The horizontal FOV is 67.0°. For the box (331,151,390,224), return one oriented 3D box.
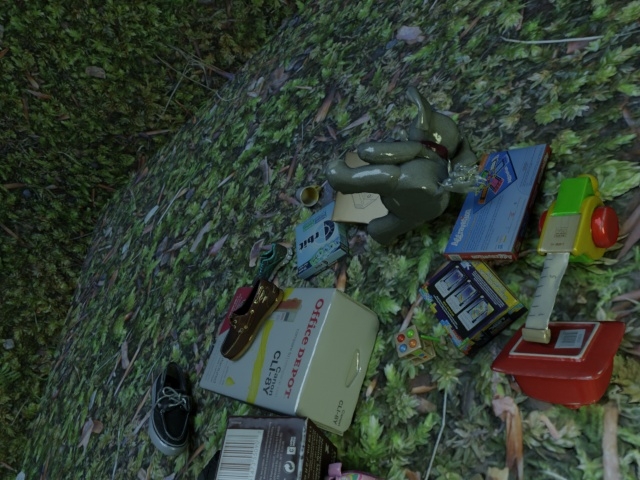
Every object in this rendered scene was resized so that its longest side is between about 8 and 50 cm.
[{"bbox_3d":[0.121,-0.140,1.283,0.164,0.021,0.201,6,77,34],"label":"box"}]

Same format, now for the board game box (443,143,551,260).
[{"bbox_3d":[0.360,-0.078,0.980,0.145,0.027,0.281,-2,50,47],"label":"board game box"}]

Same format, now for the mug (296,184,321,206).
[{"bbox_3d":[-0.039,-0.142,1.516,0.064,0.078,0.062,-156,66,-62],"label":"mug"}]

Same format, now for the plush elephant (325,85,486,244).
[{"bbox_3d":[0.211,-0.183,1.084,0.330,0.272,0.255,-14,46,39],"label":"plush elephant"}]

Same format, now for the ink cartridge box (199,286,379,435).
[{"bbox_3d":[-0.082,0.262,1.144,0.384,0.160,0.279,-6,57,47],"label":"ink cartridge box"}]

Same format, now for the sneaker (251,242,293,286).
[{"bbox_3d":[-0.162,0.071,1.458,0.166,0.076,0.065,-49,35,8],"label":"sneaker"}]

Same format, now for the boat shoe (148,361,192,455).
[{"bbox_3d":[-0.428,0.478,1.412,0.105,0.113,0.306,-62,24,16],"label":"boat shoe"}]

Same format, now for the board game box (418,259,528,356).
[{"bbox_3d":[0.288,0.114,0.936,0.141,0.048,0.170,-43,37,14],"label":"board game box"}]

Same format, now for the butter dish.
[{"bbox_3d":[0.369,0.198,0.730,0.160,0.118,0.160,-11,13,47],"label":"butter dish"}]

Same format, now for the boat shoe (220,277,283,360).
[{"bbox_3d":[-0.174,0.179,1.118,0.207,0.073,0.073,-56,35,-2],"label":"boat shoe"}]

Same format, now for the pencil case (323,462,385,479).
[{"bbox_3d":[0.048,0.537,0.816,0.124,0.124,0.284,-23,48,37],"label":"pencil case"}]

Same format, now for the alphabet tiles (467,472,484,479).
[{"bbox_3d":[0.250,0.534,0.680,0.285,0.011,0.342,-45,37,14],"label":"alphabet tiles"}]

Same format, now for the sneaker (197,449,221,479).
[{"bbox_3d":[-0.207,0.567,1.109,0.130,0.087,0.227,-61,30,3],"label":"sneaker"}]

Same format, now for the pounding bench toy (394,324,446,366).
[{"bbox_3d":[0.198,0.200,0.955,0.083,0.065,0.052,-34,41,26],"label":"pounding bench toy"}]

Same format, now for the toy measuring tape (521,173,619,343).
[{"bbox_3d":[0.410,0.033,0.795,0.121,0.121,0.330,-1,57,49],"label":"toy measuring tape"}]

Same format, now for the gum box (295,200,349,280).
[{"bbox_3d":[0.000,0.000,1.359,0.157,0.041,0.184,-33,42,28],"label":"gum box"}]

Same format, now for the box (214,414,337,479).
[{"bbox_3d":[-0.078,0.445,0.914,0.167,0.203,0.168,-6,51,17],"label":"box"}]

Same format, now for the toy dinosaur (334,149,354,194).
[{"bbox_3d":[0.095,-0.214,1.410,0.183,0.053,0.093,-27,46,33],"label":"toy dinosaur"}]
